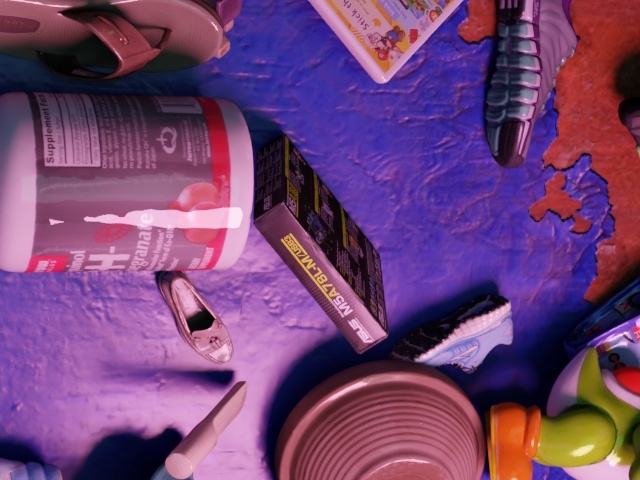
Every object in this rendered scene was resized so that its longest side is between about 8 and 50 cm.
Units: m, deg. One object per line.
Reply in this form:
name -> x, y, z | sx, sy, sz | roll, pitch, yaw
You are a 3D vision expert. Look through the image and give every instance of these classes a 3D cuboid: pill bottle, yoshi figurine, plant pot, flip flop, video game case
pill bottle -> -0.238, -0.056, 1.600 | 0.318, 0.176, 0.176 | 0, 101, -19
yoshi figurine -> 0.370, 0.252, 1.818 | 0.362, 0.203, 0.203 | -5, 131, 3
plant pot -> 0.075, 0.258, 1.778 | 0.237, 0.110, 0.237 | -5, 117, -10
flip flop -> -0.228, -0.196, 1.594 | 0.277, 0.080, 0.112 | 3, 140, -27
video game case -> 0.060, -0.316, 1.710 | 0.206, 0.026, 0.227 | -48, 112, -17

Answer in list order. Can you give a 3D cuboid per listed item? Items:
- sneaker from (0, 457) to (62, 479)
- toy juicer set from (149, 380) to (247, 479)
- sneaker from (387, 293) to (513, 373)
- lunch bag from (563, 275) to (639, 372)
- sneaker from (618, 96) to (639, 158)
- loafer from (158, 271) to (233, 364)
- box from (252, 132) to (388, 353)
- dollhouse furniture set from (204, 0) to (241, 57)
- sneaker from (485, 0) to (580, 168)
sneaker -> -0.333, 0.371, 1.683 | 0.208, 0.127, 0.319 | 6, 100, -18
toy juicer set -> -0.181, 0.296, 1.685 | 0.089, 0.209, 0.329 | 20, 93, 12
sneaker -> 0.151, 0.126, 1.831 | 0.162, 0.063, 0.073 | -25, 111, -12
lunch bag -> 0.437, 0.137, 1.913 | 0.293, 0.138, 0.221 | -34, 111, 5
sneaker -> 0.510, -0.267, 1.795 | 0.202, 0.185, 0.483 | 35, 94, -11
loafer -> -0.131, 0.085, 1.737 | 0.045, 0.039, 0.125 | -36, 110, -10
box -> 0.000, 0.000, 1.686 | 0.045, 0.191, 0.184 | -35, 112, 15
dollhouse furniture set -> -0.100, -0.266, 1.694 | 0.081, 0.091, 0.114 | 35, 60, 17
sneaker -> 0.244, -0.188, 1.790 | 0.098, 0.083, 0.224 | 1, 100, -24
